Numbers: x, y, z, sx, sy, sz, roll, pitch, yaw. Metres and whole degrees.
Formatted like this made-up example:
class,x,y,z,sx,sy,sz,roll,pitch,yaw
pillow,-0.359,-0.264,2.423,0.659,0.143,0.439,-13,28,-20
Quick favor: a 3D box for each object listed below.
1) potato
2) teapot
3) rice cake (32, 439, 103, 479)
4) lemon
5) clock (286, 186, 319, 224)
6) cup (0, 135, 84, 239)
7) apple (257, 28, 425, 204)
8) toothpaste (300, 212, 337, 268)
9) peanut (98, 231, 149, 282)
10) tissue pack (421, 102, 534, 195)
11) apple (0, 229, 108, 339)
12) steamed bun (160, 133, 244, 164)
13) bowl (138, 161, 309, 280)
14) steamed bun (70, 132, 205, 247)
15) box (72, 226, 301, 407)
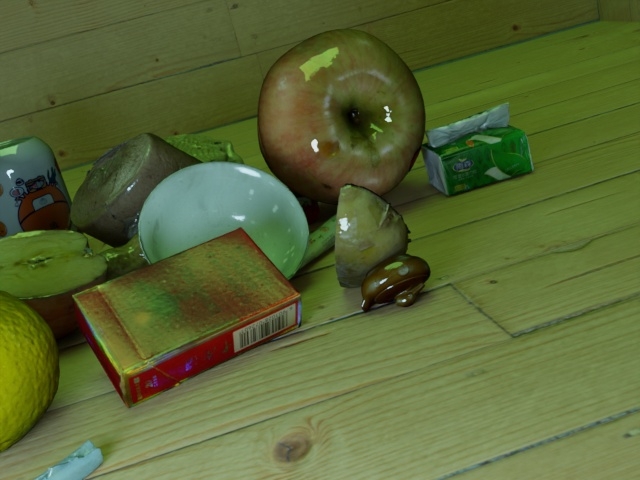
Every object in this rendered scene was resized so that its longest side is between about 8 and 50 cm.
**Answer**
class,x,y,z,sx,sy,sz,roll,pitch,yaw
potato,0.084,0.027,1.413,0.120,0.261,0.100,10,57,11
teapot,0.122,0.076,1.376,0.129,0.078,0.098,-26,-22,3
rice cake,-0.353,0.313,1.066,0.030,0.042,0.180,5,27,40
lemon,-0.511,0.194,1.219,0.267,0.267,0.267,-13,18,4
clock,-0.062,-0.076,1.975,0.113,0.061,0.155,-9,22,-1
cup,-0.732,-0.088,2.104,0.212,0.318,0.212,-14,18,4
apple,0.037,-0.275,1.896,0.391,0.392,0.346,-21,13,-21
toothpaste,0.000,0.000,1.719,0.056,0.058,0.314,38,45,14
peanut,-0.384,0.032,1.824,0.226,0.108,0.095,-24,25,-21
tissue pack,0.347,-0.211,1.915,0.208,0.156,0.148,-17,16,-5
apple,-0.536,0.107,1.627,0.251,0.163,0.293,-10,29,-19
steamed bun,-0.330,-0.149,2.188,0.289,0.203,0.276,22,29,40
bowl,-0.187,0.015,1.602,0.313,0.146,0.314,5,55,-8
steamed bun,-0.405,-0.079,1.918,0.301,0.251,0.199,-35,36,26
box,-0.213,0.115,1.361,0.313,0.089,0.197,-23,48,-25
